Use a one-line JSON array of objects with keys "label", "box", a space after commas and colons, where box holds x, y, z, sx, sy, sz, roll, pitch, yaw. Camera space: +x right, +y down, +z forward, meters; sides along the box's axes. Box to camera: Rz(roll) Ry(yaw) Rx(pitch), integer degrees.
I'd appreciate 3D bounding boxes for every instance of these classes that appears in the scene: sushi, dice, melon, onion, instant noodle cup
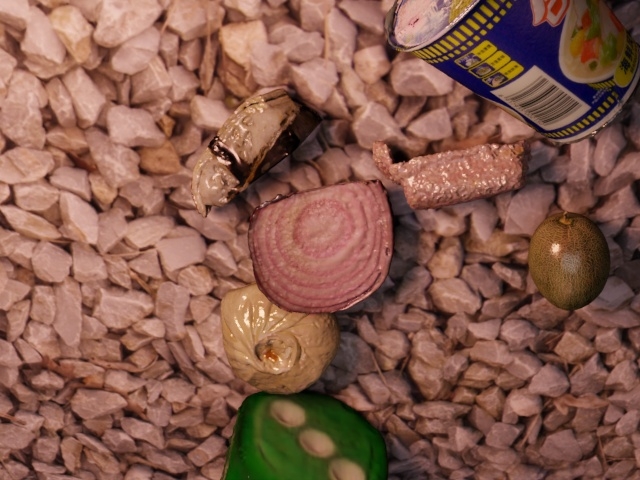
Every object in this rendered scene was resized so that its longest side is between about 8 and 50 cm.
[{"label": "sushi", "box": [-0.140, -0.147, 1.499, 0.273, 0.134, 0.109, -33, 101, 35]}, {"label": "dice", "box": [-0.050, 0.483, 1.744, 0.300, 0.297, 0.287, 16, 123, -7]}, {"label": "melon", "box": [0.428, 0.030, 1.554, 0.139, 0.139, 0.192, -10, 119, 8]}, {"label": "onion", "box": [0.000, 0.000, 1.569, 0.250, 0.111, 0.248, -10, 119, -4]}, {"label": "instant noodle cup", "box": [0.300, -0.303, 1.310, 0.312, 0.284, 0.284, 33, 116, -25]}]

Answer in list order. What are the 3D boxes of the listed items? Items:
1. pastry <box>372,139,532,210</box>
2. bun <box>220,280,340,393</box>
[{"label": "pastry", "box": [0.219, -0.108, 1.499, 0.265, 0.103, 0.112, 0, 80, 10]}, {"label": "bun", "box": [-0.085, 0.189, 1.661, 0.243, 0.153, 0.244, 3, 122, 5]}]
